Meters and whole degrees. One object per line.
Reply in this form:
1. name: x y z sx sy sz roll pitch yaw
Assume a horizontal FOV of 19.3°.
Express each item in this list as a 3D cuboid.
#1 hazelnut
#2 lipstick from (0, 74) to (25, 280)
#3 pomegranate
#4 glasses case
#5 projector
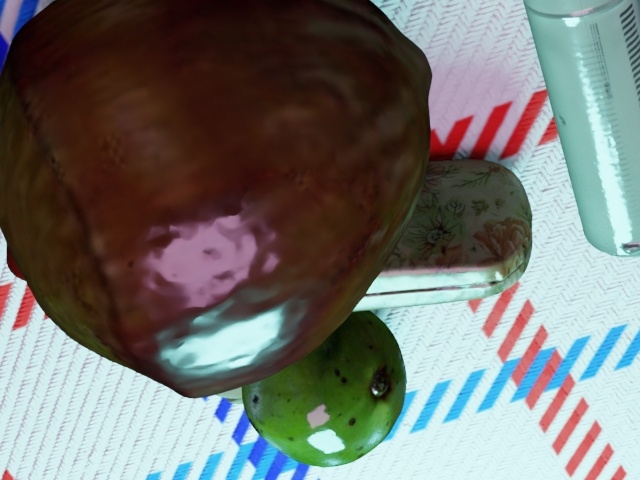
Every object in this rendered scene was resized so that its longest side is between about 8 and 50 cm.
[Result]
1. hazelnut: -0.097 -0.077 1.658 0.421 0.421 0.352 -27 120 23
2. lipstick: -0.284 -0.064 1.895 0.080 0.080 0.241 3 131 0
3. pomegranate: -0.020 0.148 2.022 0.225 0.187 0.187 5 139 39
4. glasses case: 0.000 0.000 1.888 0.425 0.156 0.098 -5 138 6
5. projector: 0.271 -0.138 1.791 0.108 0.108 0.337 -11 130 12
